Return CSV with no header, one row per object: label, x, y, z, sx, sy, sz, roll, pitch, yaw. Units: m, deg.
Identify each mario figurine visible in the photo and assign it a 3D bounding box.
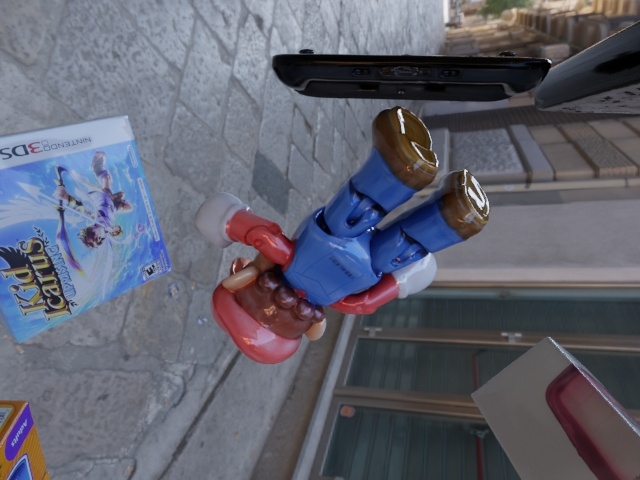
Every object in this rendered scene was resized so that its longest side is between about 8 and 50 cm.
mario figurine,0.000,0.000,0.458,0.170,0.321,0.198,-15,72,-56

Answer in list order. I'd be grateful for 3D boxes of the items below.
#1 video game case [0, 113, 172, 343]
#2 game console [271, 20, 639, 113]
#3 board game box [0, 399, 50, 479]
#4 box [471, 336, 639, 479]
video game case,-0.369,-0.028,0.631,0.244,0.061,0.269,-29,120,-42
game console,0.143,-0.126,0.314,0.213,0.362,0.043,-53,146,-76
board game box,-0.623,0.465,0.558,0.356,0.357,0.356,-101,-162,-59
box,0.304,0.248,0.471,0.149,0.127,0.232,36,17,-27
